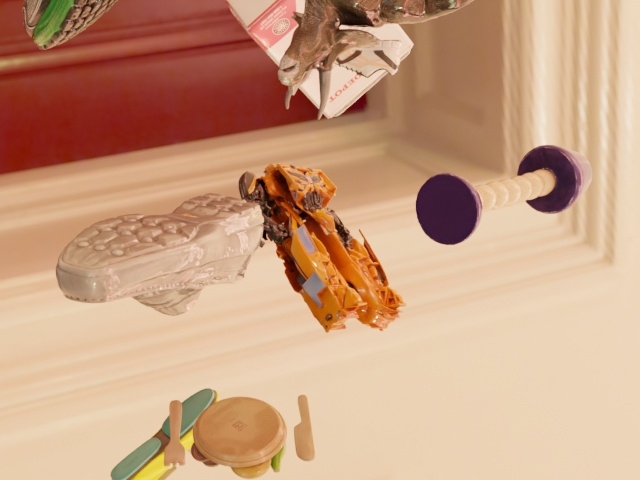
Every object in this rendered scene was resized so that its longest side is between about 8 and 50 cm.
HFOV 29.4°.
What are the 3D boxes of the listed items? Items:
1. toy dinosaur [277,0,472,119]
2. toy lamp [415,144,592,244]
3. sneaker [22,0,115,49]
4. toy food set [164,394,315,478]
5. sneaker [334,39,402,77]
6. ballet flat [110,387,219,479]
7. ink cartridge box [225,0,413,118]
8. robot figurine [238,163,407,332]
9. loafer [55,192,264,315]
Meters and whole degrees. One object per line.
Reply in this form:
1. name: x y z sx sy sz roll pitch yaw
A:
1. toy dinosaur: 0.081 -0.259 1.149 0.160 0.314 0.121 68 -2 -48
2. toy lamp: 0.204 -0.054 1.271 0.080 0.275 0.080 9 -75 35
3. sneaker: -0.269 -0.350 1.325 0.146 0.134 0.343 37 -43 6
4. toy food set: -0.106 0.259 1.600 0.132 0.192 0.038 -96 -174 -51
5. sneaker: 0.039 -0.207 1.399 0.040 0.109 0.043 -46 135 -75
6. ballet flat: -0.248 0.344 2.041 0.077 0.231 0.077 30 -21 55
7. ink cartridge box: 0.002 -0.287 1.622 0.218 0.158 0.092 43 9 -47
8. robot figurine: 0.000 0.000 1.769 0.085 0.211 0.291 -43 -116 27
9. loafer: -0.156 0.028 1.261 0.112 0.319 0.111 14 -75 26
